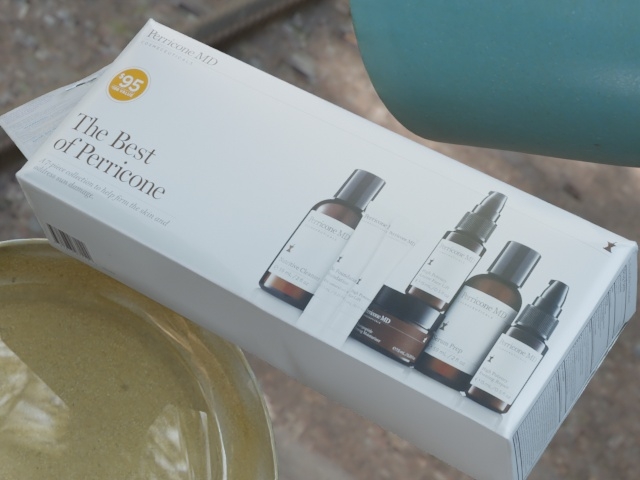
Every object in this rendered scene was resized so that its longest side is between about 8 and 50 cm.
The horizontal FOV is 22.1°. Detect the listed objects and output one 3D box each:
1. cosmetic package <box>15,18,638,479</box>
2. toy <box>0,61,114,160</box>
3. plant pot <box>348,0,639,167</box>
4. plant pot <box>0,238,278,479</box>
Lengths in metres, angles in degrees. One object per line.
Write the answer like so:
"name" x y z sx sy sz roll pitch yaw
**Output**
"cosmetic package" 0.000 0.000 0.667 0.239 0.060 0.099 26 64 24
"toy" -0.132 -0.063 1.162 0.237 0.137 0.056 40 -26 60
"plant pot" 0.188 -0.165 0.777 0.235 0.293 0.293 16 15 30
"plant pot" -0.134 0.118 0.781 0.236 0.236 0.032 23 -14 -22
